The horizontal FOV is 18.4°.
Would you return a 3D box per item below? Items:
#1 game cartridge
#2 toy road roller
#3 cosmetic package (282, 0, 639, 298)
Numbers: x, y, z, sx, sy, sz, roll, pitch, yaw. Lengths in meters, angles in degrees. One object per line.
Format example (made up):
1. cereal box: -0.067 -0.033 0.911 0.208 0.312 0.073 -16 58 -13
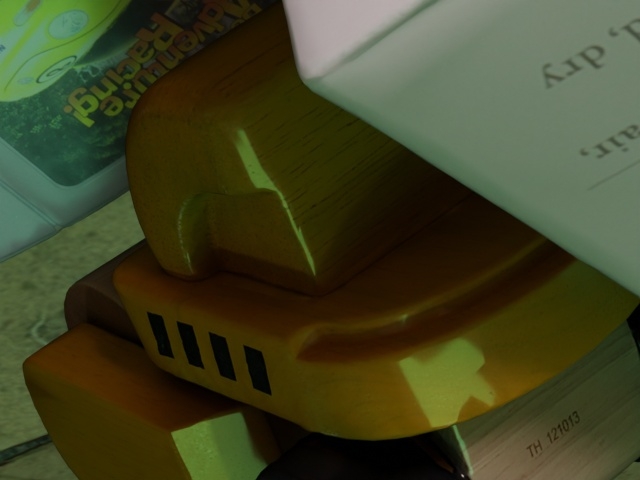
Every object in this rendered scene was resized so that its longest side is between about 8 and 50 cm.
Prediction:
1. game cartridge: -0.110 -0.117 0.834 0.294 0.060 0.196 -40 128 14
2. toy road roller: 0.000 0.000 0.835 0.202 0.329 0.240 -34 116 -25
3. cosmetic package: 0.203 -0.178 0.681 0.327 0.329 0.394 -32 143 25
